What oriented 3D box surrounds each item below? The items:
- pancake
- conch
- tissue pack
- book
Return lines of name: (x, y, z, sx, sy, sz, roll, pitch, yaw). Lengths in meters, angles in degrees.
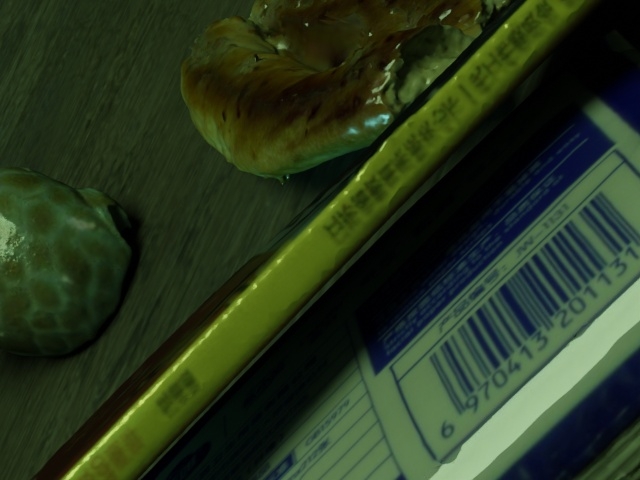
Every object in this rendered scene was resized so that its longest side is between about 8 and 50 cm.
pancake: (0.024, -0.138, 0.904, 0.244, 0.057, 0.266, -60, 30, 5)
conch: (-0.192, 0.013, 1.078, 0.173, 0.106, 0.116, 5, 90, 43)
tissue pack: (0.057, 0.080, 0.569, 0.270, 0.137, 0.209, -46, 14, 7)
book: (0.000, 0.000, 0.652, 0.374, 0.028, 0.262, -45, 2, -5)
